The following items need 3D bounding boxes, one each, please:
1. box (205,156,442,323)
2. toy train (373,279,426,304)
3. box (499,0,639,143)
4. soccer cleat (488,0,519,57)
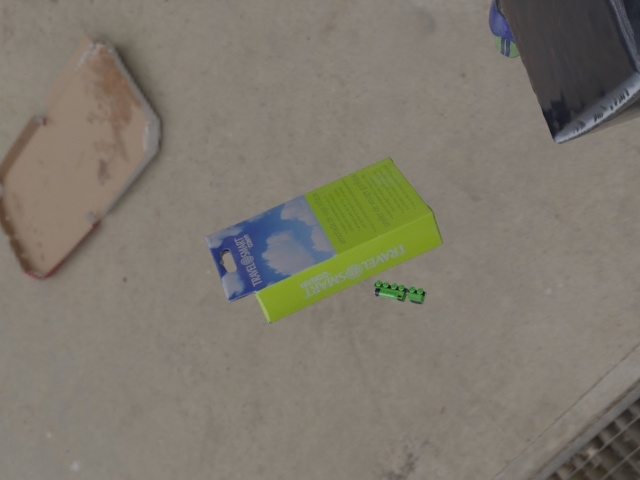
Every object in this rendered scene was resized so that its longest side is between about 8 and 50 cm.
[{"bbox_3d":[0.000,0.000,0.794,0.109,0.178,0.042,-119,7,-55],"label":"box"},{"bbox_3d":[0.114,0.076,1.360,0.083,0.017,0.023,9,69,29],"label":"toy train"},{"bbox_3d":[0.134,-0.161,0.352,0.153,0.108,0.207,-18,86,-3],"label":"box"},{"bbox_3d":[0.302,-0.356,1.220,0.093,0.289,0.121,30,156,15],"label":"soccer cleat"}]
